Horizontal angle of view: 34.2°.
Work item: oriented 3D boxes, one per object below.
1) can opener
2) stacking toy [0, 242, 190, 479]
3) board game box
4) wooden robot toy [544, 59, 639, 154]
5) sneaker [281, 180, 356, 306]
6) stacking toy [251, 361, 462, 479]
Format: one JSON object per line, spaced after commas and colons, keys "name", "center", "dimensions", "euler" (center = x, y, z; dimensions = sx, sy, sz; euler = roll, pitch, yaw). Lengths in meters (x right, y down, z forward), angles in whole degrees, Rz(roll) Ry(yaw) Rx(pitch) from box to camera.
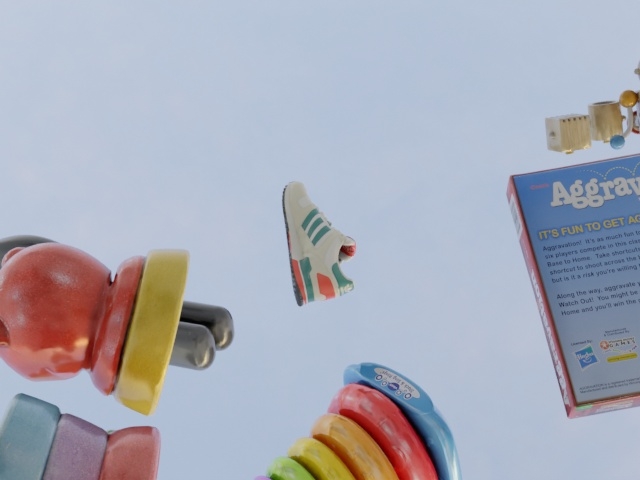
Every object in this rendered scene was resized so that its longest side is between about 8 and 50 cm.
{"name": "can opener", "center": [-0.223, 0.056, 1.028], "dimensions": [0.283, 0.095, 0.076], "euler": [7, -152, 24]}
{"name": "stacking toy", "center": [-0.186, 0.165, 0.688], "dimensions": [0.130, 0.279, 0.309], "euler": [14, -151, -10]}
{"name": "board game box", "center": [0.261, 0.006, 0.592], "dimensions": [0.281, 0.027, 0.145], "euler": [-10, -114, -1]}
{"name": "wooden robot toy", "center": [0.267, -0.122, 0.848], "dimensions": [0.173, 0.076, 0.079], "euler": [-9, -79, 4]}
{"name": "sneaker", "center": [0.000, 0.000, 1.161], "dimensions": [0.075, 0.057, 0.161], "euler": [-7, -128, -2]}
{"name": "stacking toy", "center": [-0.013, 0.268, 1.042], "dimensions": [0.302, 0.166, 0.175], "euler": [-28, -148, -26]}
